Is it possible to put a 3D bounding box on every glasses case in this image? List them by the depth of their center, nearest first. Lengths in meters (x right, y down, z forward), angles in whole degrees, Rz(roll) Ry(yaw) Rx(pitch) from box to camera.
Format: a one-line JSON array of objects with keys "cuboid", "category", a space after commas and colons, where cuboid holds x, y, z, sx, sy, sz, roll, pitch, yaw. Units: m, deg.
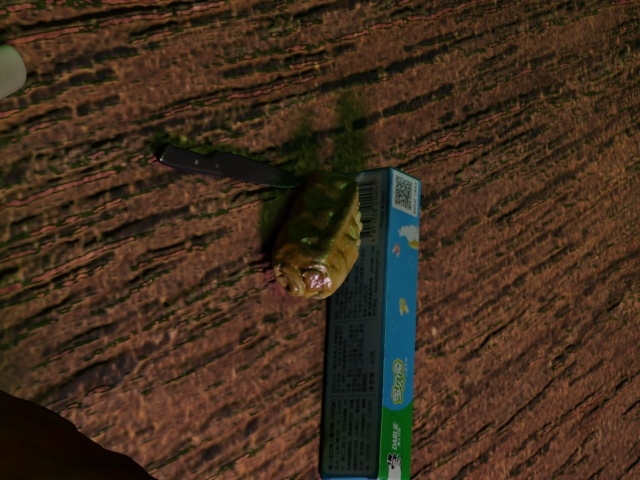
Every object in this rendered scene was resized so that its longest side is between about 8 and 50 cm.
[{"cuboid": [-0.225, -0.102, 0.874, 0.083, 0.021, 0.032, -43, 117, -45], "category": "glasses case"}]

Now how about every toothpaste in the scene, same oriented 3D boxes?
[{"cuboid": [0.043, 0.071, 1.140, 0.050, 0.065, 0.266, 20, 68, -51], "category": "toothpaste"}]

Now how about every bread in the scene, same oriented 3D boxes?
[{"cuboid": [0.000, 0.000, 1.103, 0.066, 0.060, 0.110, 39, 53, -21], "category": "bread"}]

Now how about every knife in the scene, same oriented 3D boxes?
[{"cuboid": [-0.069, -0.058, 1.067, 0.170, 0.010, 0.023, 10, 82, -51], "category": "knife"}]

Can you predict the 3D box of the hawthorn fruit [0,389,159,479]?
[{"cuboid": [-0.170, 0.279, 0.630, 0.403, 0.403, 0.402, 11, 76, -49], "category": "hawthorn fruit"}]
